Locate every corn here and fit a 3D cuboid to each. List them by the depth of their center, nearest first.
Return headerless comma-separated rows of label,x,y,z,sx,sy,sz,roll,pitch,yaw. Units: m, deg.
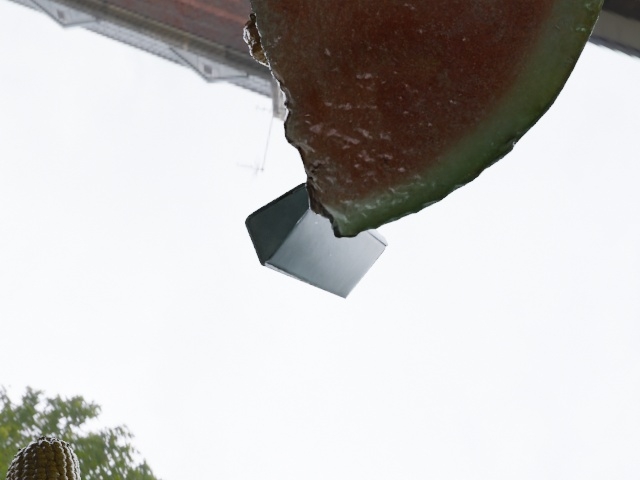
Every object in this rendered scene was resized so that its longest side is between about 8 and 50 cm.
corn,-0.330,0.350,0.886,0.091,0.091,0.260,-1,-146,-22

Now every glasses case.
glasses case,0.000,0.000,0.917,0.056,0.266,0.105,39,-86,24

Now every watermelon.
watermelon,0.074,-0.160,0.574,0.232,0.310,0.193,40,-137,6

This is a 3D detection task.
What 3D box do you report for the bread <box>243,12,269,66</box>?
bread,0.026,-0.470,1.425,0.380,0.185,0.109,-36,-132,22
